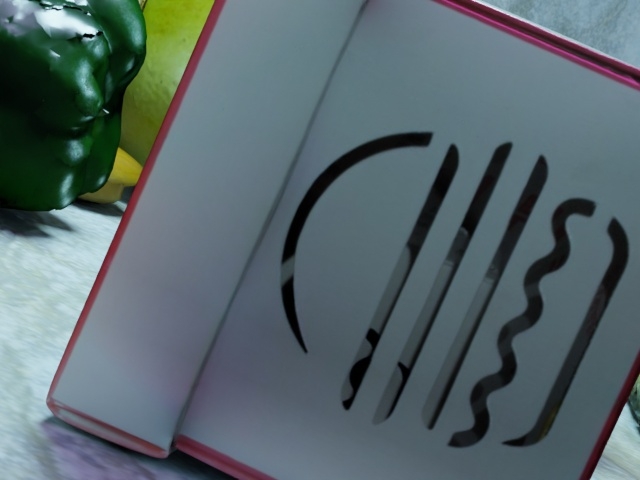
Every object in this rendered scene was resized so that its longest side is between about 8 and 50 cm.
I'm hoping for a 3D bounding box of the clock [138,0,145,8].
[{"bbox_3d":[-0.310,-0.308,1.842,0.317,0.200,0.244,15,14,-3],"label":"clock"}]

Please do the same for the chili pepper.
[{"bbox_3d":[-0.286,-0.147,1.639,0.257,0.248,0.233,26,33,9],"label":"chili pepper"}]

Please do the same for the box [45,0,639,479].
[{"bbox_3d":[0.059,0.002,1.173,0.300,0.314,0.312,25,7,7],"label":"box"}]

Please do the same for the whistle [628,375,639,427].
[{"bbox_3d":[0.338,0.149,1.917,0.057,0.068,0.326,35,8,3],"label":"whistle"}]

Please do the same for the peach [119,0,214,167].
[{"bbox_3d":[-0.110,-0.178,2.047,0.281,0.315,0.314,16,-28,-30],"label":"peach"}]

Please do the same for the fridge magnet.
[{"bbox_3d":[-0.240,-0.076,1.877,0.143,0.063,0.143,20,6,-2],"label":"fridge magnet"}]
